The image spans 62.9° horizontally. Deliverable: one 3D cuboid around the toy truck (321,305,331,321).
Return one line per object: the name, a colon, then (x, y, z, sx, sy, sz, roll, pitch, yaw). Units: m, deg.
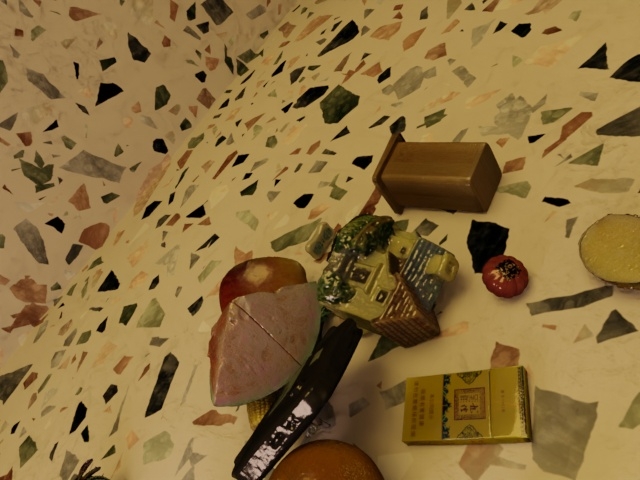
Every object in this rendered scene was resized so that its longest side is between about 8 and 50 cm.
toy truck: (-0.012, 0.228, 1.556, 0.154, 0.078, 0.080, -43, 43, -18)

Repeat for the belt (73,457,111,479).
belt: (-0.673, 0.814, 1.515, 0.160, 0.207, 0.295, -39, 23, 14)

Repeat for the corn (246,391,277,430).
corn: (-0.168, 0.428, 1.490, 0.093, 0.093, 0.244, -33, 40, 15)

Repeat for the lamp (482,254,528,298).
lamp: (0.439, 0.085, 1.245, 0.107, 0.092, 0.107, 0, 55, 0)

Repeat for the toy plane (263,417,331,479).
toy plane: (-0.073, 0.557, 1.268, 0.273, 0.107, 0.182, -51, 25, -3)

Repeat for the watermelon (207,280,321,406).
watermelon: (-0.170, 0.266, 1.462, 0.222, 0.292, 0.319, -171, 80, -68)

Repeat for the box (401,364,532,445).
box: (0.314, 0.366, 1.148, 0.279, 0.041, 0.153, -16, 45, 33)

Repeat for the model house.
model house: (0.186, 0.099, 1.334, 0.266, 0.261, 0.321, 17, 74, 46)

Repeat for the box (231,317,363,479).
box: (-0.044, 0.364, 1.209, 0.350, 0.091, 0.359, -55, -4, 22)

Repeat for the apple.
apple: (-0.194, 0.193, 1.680, 0.346, 0.179, 0.254, -28, 79, 22)

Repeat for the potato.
potato: (0.654, 0.031, 1.110, 0.164, 0.081, 0.200, -49, 34, 8)

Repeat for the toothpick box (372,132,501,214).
toothpick box: (0.340, -0.188, 1.522, 0.308, 0.187, 0.190, 8, 61, 42)

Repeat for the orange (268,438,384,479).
orange: (0.011, 0.551, 1.070, 0.274, 0.274, 0.274, -25, 42, 24)

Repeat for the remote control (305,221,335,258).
remote control: (0.000, 0.000, 1.740, 0.032, 0.074, 0.122, 10, 64, 50)
